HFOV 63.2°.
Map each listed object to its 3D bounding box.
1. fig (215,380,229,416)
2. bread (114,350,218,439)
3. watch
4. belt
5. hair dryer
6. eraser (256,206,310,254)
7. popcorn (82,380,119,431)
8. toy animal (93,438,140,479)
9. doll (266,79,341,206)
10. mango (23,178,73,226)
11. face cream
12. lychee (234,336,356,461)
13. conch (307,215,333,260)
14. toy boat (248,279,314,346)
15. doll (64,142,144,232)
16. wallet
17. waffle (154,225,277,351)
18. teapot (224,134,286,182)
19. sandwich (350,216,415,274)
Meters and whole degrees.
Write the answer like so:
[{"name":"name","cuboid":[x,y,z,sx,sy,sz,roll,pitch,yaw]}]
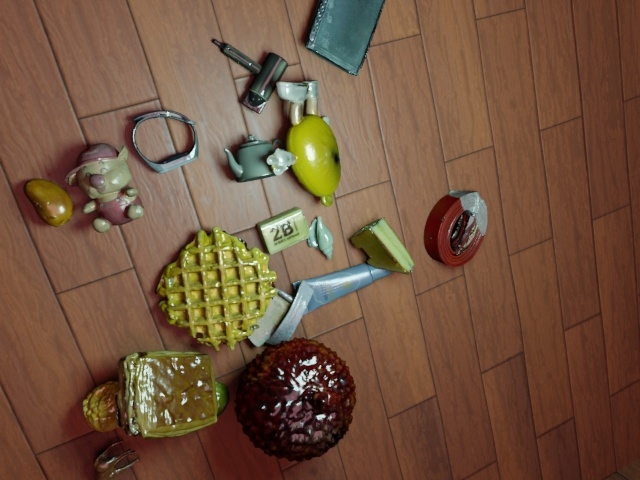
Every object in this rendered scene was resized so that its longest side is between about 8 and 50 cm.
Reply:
[{"name":"fig","cuboid":[-0.402,0.551,1.857,0.156,0.123,0.123,44,83,-14]},{"name":"bread","cuboid":[-0.512,0.506,1.715,0.324,0.167,0.278,6,67,-45]},{"name":"watch","cuboid":[-0.491,-0.327,1.666,0.206,0.068,0.193,-26,110,-13]},{"name":"belt","cuboid":[0.553,-0.058,2.116,0.227,0.115,0.324,18,93,-25]},{"name":"hair dryer","cuboid":[-0.258,-0.567,1.718,0.248,0.078,0.196,31,89,-15]},{"name":"eraser","cuboid":[-0.131,-0.036,1.875,0.172,0.058,0.117,-24,109,-16]},{"name":"popcorn","cuboid":[-0.691,0.554,1.725,0.180,0.170,0.180,4,82,-30]},{"name":"toy animal","cuboid":[-0.737,0.826,1.810,0.229,0.066,0.224,-37,131,-21]},{"name":"doll","cuboid":[-0.048,-0.350,1.766,0.348,0.161,0.423,14,80,-50]},{"name":"mango","cuboid":[-0.816,-0.119,1.567,0.105,0.084,0.159,-38,112,-17]},{"name":"face cream","cuboid":[0.091,0.161,1.995,0.385,0.086,0.136,-19,106,-12]},{"name":"lychee","cuboid":[-0.078,0.540,1.786,0.424,0.500,0.425,9,68,-25]},{"name":"conch","cuboid":[0.005,-0.003,1.942,0.065,0.088,0.180,-38,112,-58]},{"name":"toy boat","cuboid":[-0.189,0.253,1.896,0.293,0.111,0.276,13,97,-9]},{"name":"doll","cuboid":[-0.655,-0.165,1.588,0.196,0.152,0.256,-27,106,-29]},{"name":"wallet","cuboid":[0.091,-0.777,1.806,0.237,0.075,0.342,18,92,-30]},{"name":"waffle","cuboid":[-0.346,0.168,1.771,0.379,0.095,0.382,35,89,-11]},{"name":"teapot","cuboid":[-0.211,-0.284,1.753,0.239,0.162,0.149,-16,95,-34]},{"name":"sandwich","cuboid":[0.244,0.035,1.971,0.236,0.128,0.122,53,51,-8]}]
